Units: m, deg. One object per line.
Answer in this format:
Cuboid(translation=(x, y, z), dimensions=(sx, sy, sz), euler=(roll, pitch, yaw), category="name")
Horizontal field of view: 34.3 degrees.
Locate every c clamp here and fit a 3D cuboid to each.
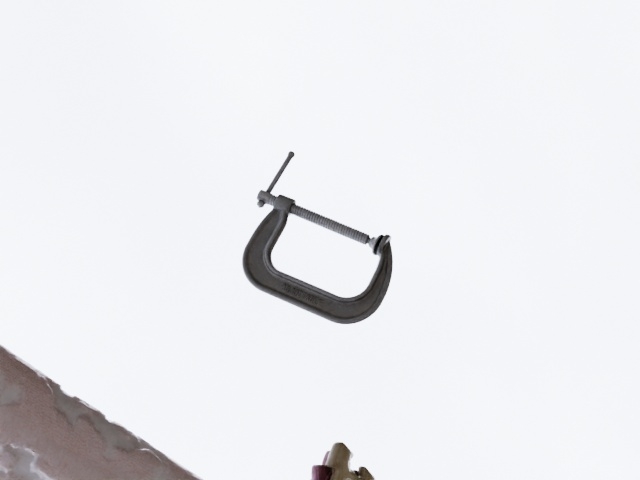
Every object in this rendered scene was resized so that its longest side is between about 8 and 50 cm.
Cuboid(translation=(0.000, 0.000, 0.950), dimensions=(0.160, 0.022, 0.137), euler=(28, -110, 18), category="c clamp")

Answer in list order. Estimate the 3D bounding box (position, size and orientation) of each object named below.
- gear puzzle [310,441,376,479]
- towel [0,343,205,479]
Cuboid(translation=(-0.012, 0.364, 0.926), dimensions=(0.175, 0.044, 0.339), euler=(53, -133, -38), category="gear puzzle")
Cuboid(translation=(-0.228, 0.221, 0.671), dimensions=(0.332, 0.053, 0.317), euler=(35, -71, -11), category="towel")
